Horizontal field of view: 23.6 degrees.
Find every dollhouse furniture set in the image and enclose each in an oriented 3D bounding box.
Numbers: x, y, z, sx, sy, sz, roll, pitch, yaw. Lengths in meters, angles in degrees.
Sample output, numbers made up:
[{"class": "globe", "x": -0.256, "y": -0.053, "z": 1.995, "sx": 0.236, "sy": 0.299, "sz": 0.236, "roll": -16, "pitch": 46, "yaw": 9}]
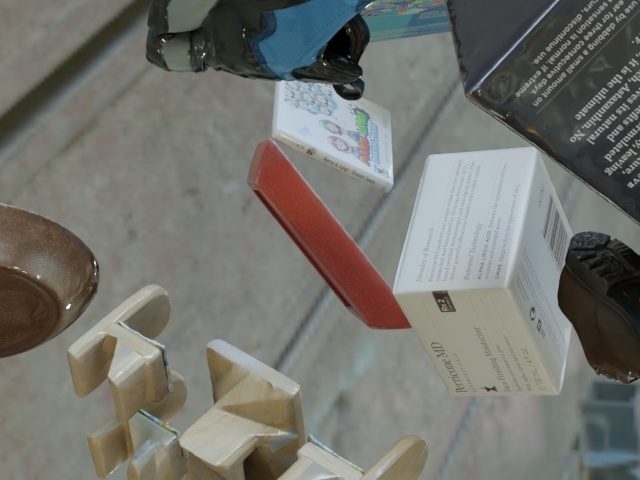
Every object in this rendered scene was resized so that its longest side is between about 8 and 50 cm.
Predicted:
[{"class": "dollhouse furniture set", "x": -0.035, "y": 0.254, "z": 1.671, "sx": 0.256, "sy": 0.362, "sz": 0.394, "roll": -40, "pitch": 142, "yaw": -34}]

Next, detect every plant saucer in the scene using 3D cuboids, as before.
[{"class": "plant saucer", "x": 0.000, "y": 0.000, "z": 1.740, "sx": 0.258, "sy": 0.047, "sz": 0.259, "roll": 51, "pitch": -3, "yaw": -5}, {"class": "plant saucer", "x": -0.264, "y": 0.041, "z": 1.139, "sx": 0.198, "sy": 0.198, "sz": 0.036, "roll": 55, "pitch": 23, "yaw": -53}]

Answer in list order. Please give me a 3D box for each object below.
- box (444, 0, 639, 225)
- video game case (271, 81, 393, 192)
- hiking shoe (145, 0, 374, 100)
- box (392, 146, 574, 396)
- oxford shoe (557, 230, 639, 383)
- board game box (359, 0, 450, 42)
[{"class": "box", "x": 0.252, "y": -0.139, "z": 1.068, "sx": 0.294, "sy": 0.183, "sz": 0.296, "roll": 35, "pitch": 24, "yaw": -20}, {"class": "video game case", "x": 0.015, "y": -0.128, "z": 1.686, "sx": 0.019, "sy": 0.143, "sz": 0.157, "roll": -55, "pitch": -162, "yaw": 31}, {"class": "hiking shoe", "x": -0.006, "y": -0.186, "z": 0.773, "sx": 0.304, "sy": 0.132, "sz": 0.113, "roll": 112, "pitch": -11, "yaw": -62}, {"class": "box", "x": 0.170, "y": 0.033, "z": 1.509, "sx": 0.181, "sy": 0.119, "sz": 0.182, "roll": 59, "pitch": 37, "yaw": -43}, {"class": "oxford shoe", "x": 0.290, "y": 0.096, "z": 1.365, "sx": 0.082, "sy": 0.227, "sz": 0.096, "roll": -6, "pitch": 131, "yaw": -28}, {"class": "board game box", "x": 0.163, "y": -0.325, "z": 1.774, "sx": 0.336, "sy": 0.253, "sz": 0.079, "roll": 123, "pitch": -42, "yaw": -79}]
